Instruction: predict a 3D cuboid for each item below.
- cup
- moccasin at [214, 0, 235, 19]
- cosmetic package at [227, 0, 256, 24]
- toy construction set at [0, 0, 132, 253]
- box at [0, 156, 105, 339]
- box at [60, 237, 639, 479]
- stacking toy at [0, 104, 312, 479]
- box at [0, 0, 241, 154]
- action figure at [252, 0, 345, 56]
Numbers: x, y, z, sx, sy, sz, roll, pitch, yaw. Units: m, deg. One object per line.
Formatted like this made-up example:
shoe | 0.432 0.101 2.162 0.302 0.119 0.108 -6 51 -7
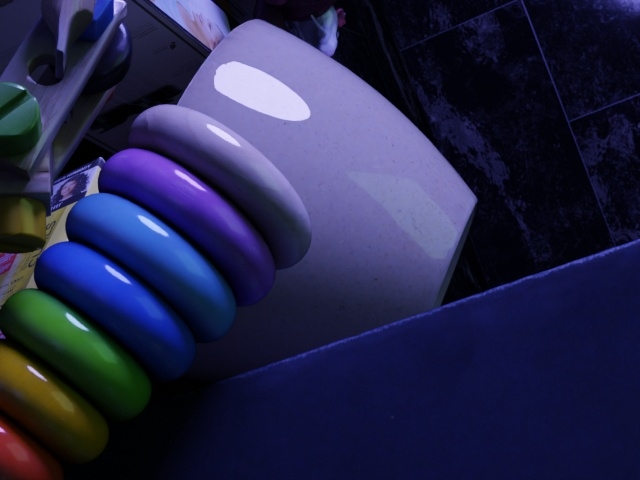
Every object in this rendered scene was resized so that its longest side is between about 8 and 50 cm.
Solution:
cup | 0.000 0.000 0.910 0.331 0.237 0.331 21 90 -80
moccasin | -0.191 -0.273 1.030 0.147 0.139 0.380 -57 159 -21
cosmetic package | -0.162 -0.398 1.273 0.129 0.153 0.296 32 39 -63
toy construction set | -0.213 -0.055 0.546 0.257 0.309 0.237 18 61 -34
box | -0.208 0.034 0.776 0.058 0.087 0.232 55 24 -30
box | 0.098 0.242 0.786 0.472 0.480 0.297 28 45 -63
stacking toy | -0.149 0.079 0.618 0.330 0.141 0.141 -53 133 -19
box | -0.197 -0.183 0.916 0.290 0.169 0.087 30 40 -61
action figure | -0.040 -0.305 1.104 0.276 0.248 0.370 45 -6 11
